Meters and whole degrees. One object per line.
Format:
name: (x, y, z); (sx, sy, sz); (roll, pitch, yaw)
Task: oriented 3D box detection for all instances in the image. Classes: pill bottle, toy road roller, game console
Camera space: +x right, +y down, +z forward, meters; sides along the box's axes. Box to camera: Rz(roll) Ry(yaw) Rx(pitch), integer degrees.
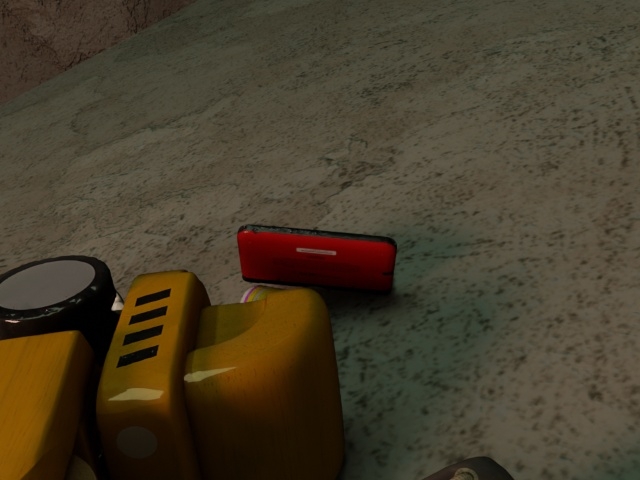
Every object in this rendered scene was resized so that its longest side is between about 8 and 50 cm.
pill bottle: (-0.034, 0.068, 0.798); (0.083, 0.043, 0.043); (7, 37, 44)
toy road roller: (-0.103, 0.140, 0.546); (0.241, 0.202, 0.329); (-8, 25, 1)
game console: (0.000, 0.000, 0.816); (0.144, 0.124, 0.085); (5, 56, 3)

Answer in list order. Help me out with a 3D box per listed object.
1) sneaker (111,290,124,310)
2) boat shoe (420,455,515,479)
sneaker: (-0.216, 0.094, 0.853); (0.071, 0.068, 0.170); (-33, 29, -13)
boat shoe: (-0.033, 0.212, 0.405); (0.356, 0.132, 0.130); (-17, 45, -15)
